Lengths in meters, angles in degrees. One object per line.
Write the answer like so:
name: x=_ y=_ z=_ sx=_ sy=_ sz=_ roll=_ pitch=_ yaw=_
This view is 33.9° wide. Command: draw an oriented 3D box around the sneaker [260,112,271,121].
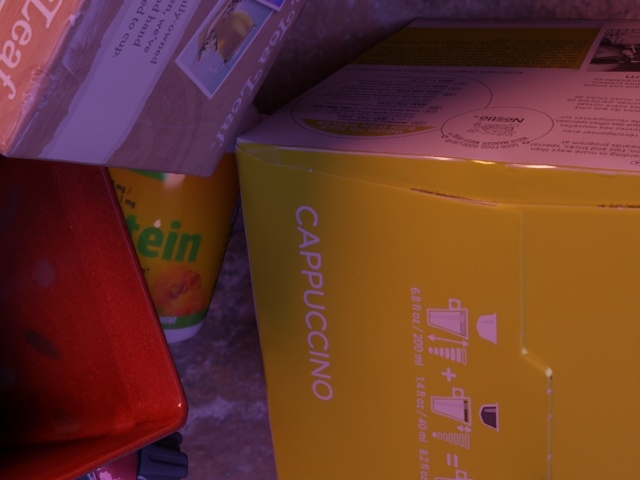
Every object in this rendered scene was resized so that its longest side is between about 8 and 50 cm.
sneaker: x=0.000 y=0.000 z=0.901 sx=0.078 sy=0.106 sz=0.234 roll=-37 pitch=120 yaw=-1

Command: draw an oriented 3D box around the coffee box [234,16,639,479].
coffee box: x=0.173 y=0.038 z=0.776 sx=0.334 sy=0.338 sz=0.338 roll=-43 pitch=134 yaw=-53

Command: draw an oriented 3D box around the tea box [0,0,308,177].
tea box: x=-0.148 y=-0.256 z=0.582 sx=0.323 sy=0.220 sz=0.329 roll=33 pitch=102 yaw=17

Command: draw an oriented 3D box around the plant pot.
plant pot: x=-0.291 y=0.055 z=0.691 sx=0.235 sy=0.267 sz=0.267 roll=-19 pitch=88 yaw=30

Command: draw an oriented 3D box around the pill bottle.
pill bottle: x=-0.124 y=-0.057 z=0.813 sx=0.136 sy=0.136 sz=0.246 roll=11 pitch=108 yaw=-24

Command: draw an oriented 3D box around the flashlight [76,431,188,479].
flashlight: x=-0.270 y=0.187 z=0.892 sx=0.304 sy=0.103 sz=0.103 roll=13 pitch=144 yaw=-23
